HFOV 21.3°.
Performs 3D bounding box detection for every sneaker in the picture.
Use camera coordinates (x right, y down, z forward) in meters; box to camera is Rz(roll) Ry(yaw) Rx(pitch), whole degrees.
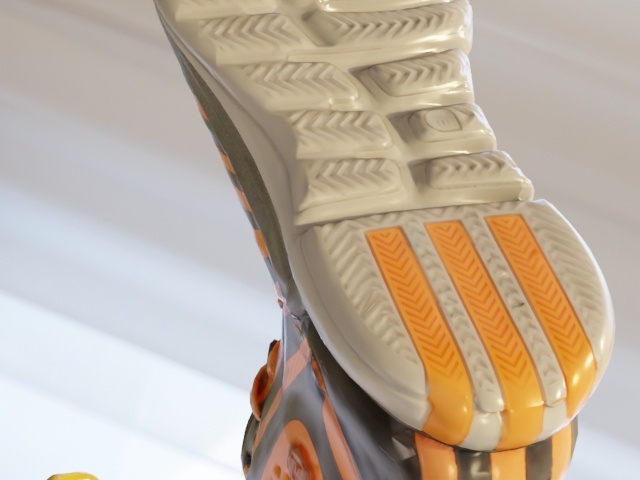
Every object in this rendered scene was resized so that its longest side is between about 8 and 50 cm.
[{"bbox_3d":[0.000,0.000,0.648,0.180,0.125,0.321,100,-19,-44],"label":"sneaker"}]

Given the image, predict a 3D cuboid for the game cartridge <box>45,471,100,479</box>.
[{"bbox_3d":[-0.239,0.383,1.395,0.324,0.053,0.285,-44,-125,44],"label":"game cartridge"}]
